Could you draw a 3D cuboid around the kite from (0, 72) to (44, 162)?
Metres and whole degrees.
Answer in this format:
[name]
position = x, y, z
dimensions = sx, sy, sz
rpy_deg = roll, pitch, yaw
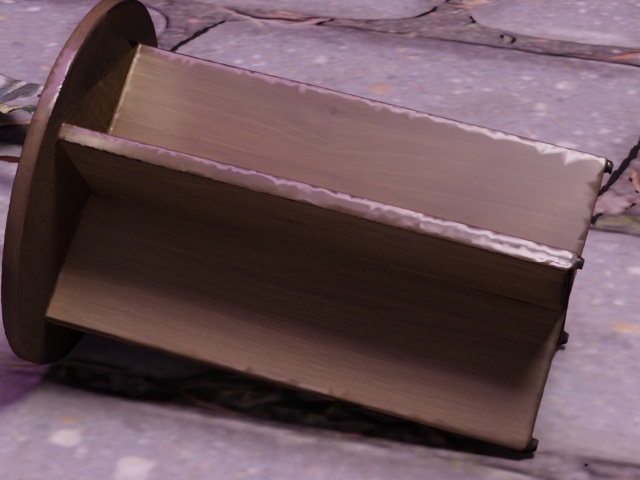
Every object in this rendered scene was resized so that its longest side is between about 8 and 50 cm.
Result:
[kite]
position = -0.203, -0.063, 0.991
dimensions = 0.169, 0.015, 0.310
rpy_deg = -24, 22, -35

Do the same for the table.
[table]
position = 0.000, 0.000, 0.790
dimensions = 0.227, 0.167, 0.167
rpy_deg = 14, 30, 9
